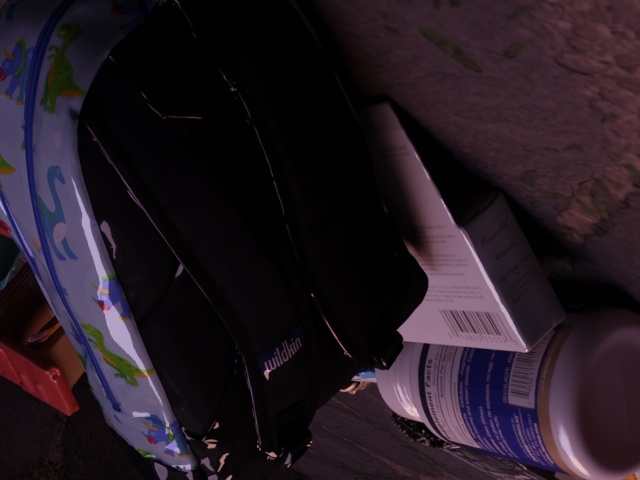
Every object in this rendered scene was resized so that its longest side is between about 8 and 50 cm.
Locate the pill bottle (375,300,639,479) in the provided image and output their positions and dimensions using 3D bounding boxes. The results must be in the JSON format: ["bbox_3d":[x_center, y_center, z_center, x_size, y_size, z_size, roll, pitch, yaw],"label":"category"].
[{"bbox_3d":[0.180,0.128,1.057,0.153,0.153,0.264,38,161,-32],"label":"pill bottle"}]

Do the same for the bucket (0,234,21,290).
[{"bbox_3d":[-0.449,-0.085,1.329,0.281,0.183,0.281,24,162,8],"label":"bucket"}]

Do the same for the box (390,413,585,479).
[{"bbox_3d":[0.237,0.284,1.583,0.232,0.059,0.183,31,162,-15],"label":"box"}]

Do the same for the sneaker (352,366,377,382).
[{"bbox_3d":[0.090,0.161,1.437,0.083,0.071,0.190,30,164,-30],"label":"sneaker"}]

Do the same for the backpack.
[{"bbox_3d":[-0.096,-0.034,0.797,0.273,0.290,0.356,32,154,32],"label":"backpack"}]

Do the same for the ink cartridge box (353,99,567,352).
[{"bbox_3d":[0.056,-0.017,0.989,0.275,0.060,0.239,-2,122,58],"label":"ink cartridge box"}]

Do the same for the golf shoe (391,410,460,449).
[{"bbox_3d":[0.190,0.230,1.433,0.198,0.077,0.094,6,176,25],"label":"golf shoe"}]

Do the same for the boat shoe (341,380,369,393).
[{"bbox_3d":[0.039,0.186,1.593,0.063,0.059,0.170,22,162,17],"label":"boat shoe"}]

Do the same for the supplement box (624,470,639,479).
[{"bbox_3d":[0.414,0.235,1.147,0.233,0.078,0.080,16,157,30],"label":"supplement box"}]

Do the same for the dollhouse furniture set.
[{"bbox_3d":[-0.291,-0.006,1.169,0.152,0.201,0.374,26,149,19],"label":"dollhouse furniture set"}]
